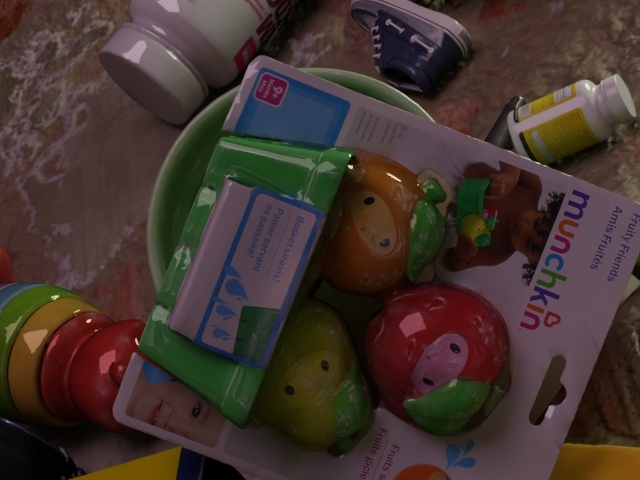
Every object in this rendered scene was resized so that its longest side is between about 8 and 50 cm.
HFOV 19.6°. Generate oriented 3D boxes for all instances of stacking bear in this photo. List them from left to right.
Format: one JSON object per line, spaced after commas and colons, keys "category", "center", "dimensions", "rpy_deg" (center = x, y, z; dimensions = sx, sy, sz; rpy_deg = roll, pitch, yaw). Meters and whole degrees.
{"category": "stacking bear", "center": [-0.273, 0.125, 1.971], "dimensions": [0.289, 0.175, 0.164], "rpy_deg": [13, 59, 39]}

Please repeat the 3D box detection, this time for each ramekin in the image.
{"category": "ramekin", "center": [0.000, 0.000, 1.752], "dimensions": [0.303, 0.148, 0.303], "rpy_deg": [-2, 80, 10]}

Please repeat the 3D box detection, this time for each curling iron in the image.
{"category": "curling iron", "center": [0.138, -0.045, 1.877], "dimensions": [0.068, 0.035, 0.274], "rpy_deg": [8, 58, 45]}

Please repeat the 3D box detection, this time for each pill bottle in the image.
{"category": "pill bottle", "center": [-0.131, -0.289, 2.261], "dimensions": [0.160, 0.160, 0.283], "rpy_deg": [20, 67, 50]}
{"category": "pill bottle", "center": [0.249, -0.120, 1.833], "dimensions": [0.116, 0.065, 0.065], "rpy_deg": [-23, 40, 22]}

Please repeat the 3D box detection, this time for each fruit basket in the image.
{"category": "fruit basket", "center": [0.046, 0.061, 1.490], "dimensions": [0.353, 0.165, 0.327], "rpy_deg": [23, 93, 10]}

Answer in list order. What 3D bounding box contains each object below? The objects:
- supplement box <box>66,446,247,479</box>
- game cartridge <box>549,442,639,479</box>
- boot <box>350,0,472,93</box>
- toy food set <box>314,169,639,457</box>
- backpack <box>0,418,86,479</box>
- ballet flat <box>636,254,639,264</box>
{"category": "supplement box", "center": [-0.206, 0.346, 1.641], "dimensions": [0.357, 0.194, 0.195], "rpy_deg": [-20, 41, 26]}
{"category": "game cartridge", "center": [0.247, 0.291, 1.429], "dimensions": [0.324, 0.052, 0.285], "rpy_deg": [-1, 52, 44]}
{"category": "boot", "center": [0.079, -0.225, 2.086], "dimensions": [0.086, 0.069, 0.190], "rpy_deg": [-47, 39, -14]}
{"category": "toy food set", "center": [0.098, 0.096, 1.605], "dimensions": [0.220, 0.092, 0.306], "rpy_deg": [36, 96, 11]}
{"category": "backpack", "center": [-0.422, 0.271, 1.879], "dimensions": [0.263, 0.276, 0.213], "rpy_deg": [-27, 35, 38]}
{"category": "ballet flat", "center": [0.202, -0.007, 1.740], "dimensions": [0.231, 0.077, 0.077], "rpy_deg": [10, 37, 43]}
